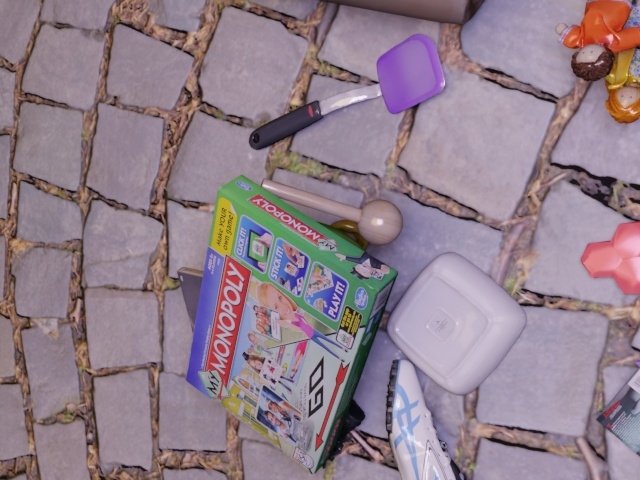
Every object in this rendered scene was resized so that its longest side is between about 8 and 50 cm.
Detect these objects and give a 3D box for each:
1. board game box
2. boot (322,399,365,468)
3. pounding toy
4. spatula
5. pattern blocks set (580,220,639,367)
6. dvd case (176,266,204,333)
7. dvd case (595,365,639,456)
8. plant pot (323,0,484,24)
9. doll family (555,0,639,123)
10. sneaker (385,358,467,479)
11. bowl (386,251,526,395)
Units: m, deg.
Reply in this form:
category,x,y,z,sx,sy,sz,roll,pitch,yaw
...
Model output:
category,x,y,z,sx,sy,sz,roll,pitch,yaw
board game box,-0.048,0.107,0.988,0.214,0.046,0.317,31,131,20
boot,-0.006,0.223,1.098,0.121,0.045,0.099,49,116,23
pounding toy,0.000,0.000,1.054,0.183,0.110,0.236,18,138,-1
spatula,0.024,-0.177,1.098,0.297,0.030,0.084,-18,79,28
pattern blocks set,0.460,0.043,0.854,0.325,0.026,0.285,-33,74,24
dvd case,-0.084,0.124,1.076,0.221,0.018,0.164,9,120,36
dvd case,0.363,0.199,0.898,0.119,0.013,0.087,40,122,23
plant pot,0.076,-0.382,0.947,0.280,0.323,0.323,29,103,9
doll family,0.372,-0.186,0.848,0.263,0.118,0.163,7,71,32
sneaker,0.125,0.256,1.009,0.086,0.085,0.237,-11,80,2
bowl,0.151,0.099,1.008,0.142,0.053,0.142,43,109,24
